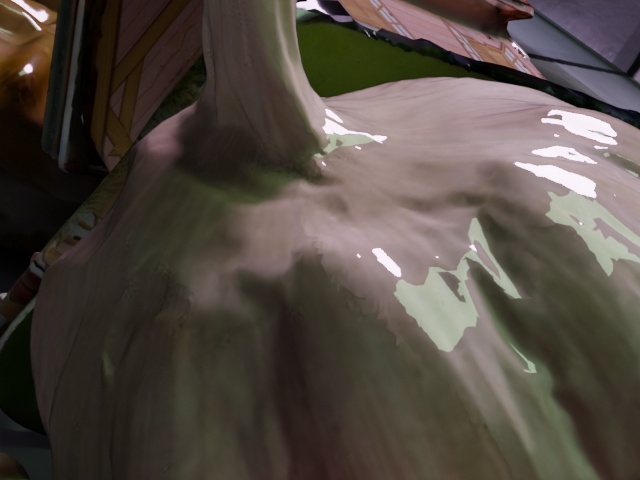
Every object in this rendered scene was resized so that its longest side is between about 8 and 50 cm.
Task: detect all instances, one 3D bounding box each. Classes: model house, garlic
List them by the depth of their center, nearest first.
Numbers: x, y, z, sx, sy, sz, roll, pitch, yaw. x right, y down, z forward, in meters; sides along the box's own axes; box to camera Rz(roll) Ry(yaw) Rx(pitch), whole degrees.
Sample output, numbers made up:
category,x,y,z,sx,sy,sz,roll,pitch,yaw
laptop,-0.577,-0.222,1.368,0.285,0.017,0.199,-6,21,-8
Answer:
category,x,y,z,sx,sy,sz,roll,pitch,yaw
garlic,0.000,0.000,0.529,0.218,0.218,0.212,-105,172,-66
model house,-0.016,-0.035,0.755,0.294,0.207,0.154,13,36,-51

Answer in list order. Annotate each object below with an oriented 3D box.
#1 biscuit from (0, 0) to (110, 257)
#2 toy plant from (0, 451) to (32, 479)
category,x,y,z,sx,sy,sz,roll,pitch,yaw
biscuit,-0.163,-0.097,0.887,0.332,0.103,0.332,29,18,-10
toy plant,-0.121,0.080,0.476,0.162,0.093,0.093,37,17,15
